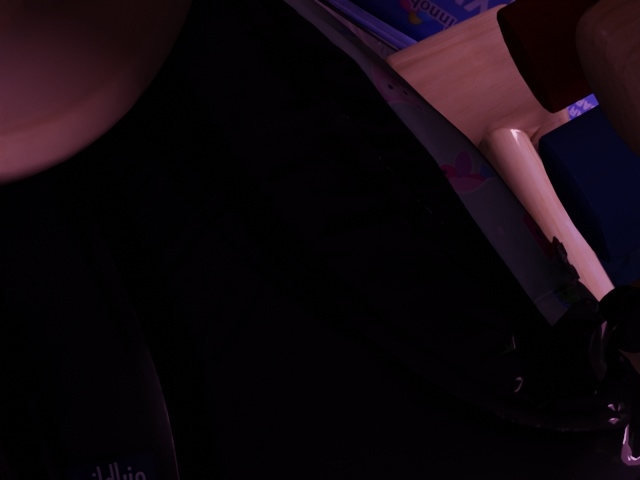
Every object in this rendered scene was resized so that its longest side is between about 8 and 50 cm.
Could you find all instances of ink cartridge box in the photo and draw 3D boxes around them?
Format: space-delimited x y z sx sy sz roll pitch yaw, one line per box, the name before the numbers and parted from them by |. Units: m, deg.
ink cartridge box | 0.061 -0.113 0.879 0.186 0.065 0.311 33 8 -1

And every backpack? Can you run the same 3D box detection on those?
backpack | -0.015 0.017 0.447 0.182 0.152 0.115 55 -1 14

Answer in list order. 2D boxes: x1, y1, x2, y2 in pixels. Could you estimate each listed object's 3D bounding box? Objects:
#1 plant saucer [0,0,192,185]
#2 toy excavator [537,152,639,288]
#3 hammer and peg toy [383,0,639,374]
plant saucer | -0.102 -0.143 0.325 0.278 0.041 0.278 36 49 -57
toy excavator | 0.081 0.043 0.934 0.445 0.222 0.433 50 11 -12
hammer and peg toy | 0.095 -0.073 0.512 0.266 0.127 0.361 59 -3 23
